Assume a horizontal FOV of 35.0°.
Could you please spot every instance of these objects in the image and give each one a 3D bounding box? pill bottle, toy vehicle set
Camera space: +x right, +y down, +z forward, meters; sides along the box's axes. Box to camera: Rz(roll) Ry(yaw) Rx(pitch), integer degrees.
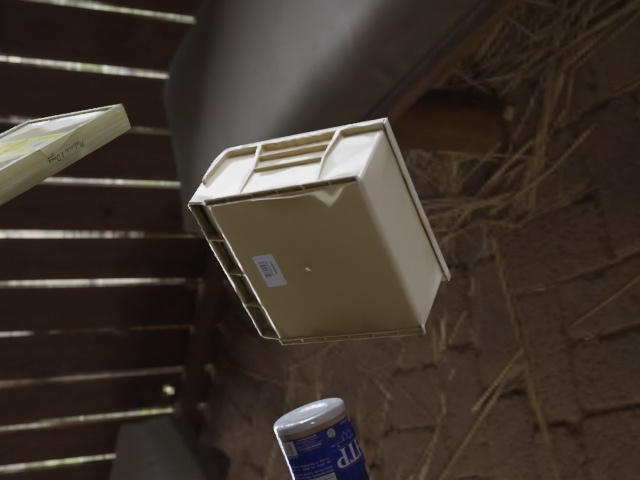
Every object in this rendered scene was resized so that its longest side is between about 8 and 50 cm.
[{"bbox_3d":[0.013,0.335,1.476,0.112,0.112,0.187,-15,97,59],"label":"pill bottle"},{"bbox_3d":[-0.374,-0.099,1.240,0.166,0.267,0.035,-5,112,28],"label":"toy vehicle set"}]

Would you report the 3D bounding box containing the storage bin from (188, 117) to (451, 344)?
[{"bbox_3d":[0.000,0.000,1.348,0.260,0.123,0.262,-7,126,28],"label":"storage bin"}]
